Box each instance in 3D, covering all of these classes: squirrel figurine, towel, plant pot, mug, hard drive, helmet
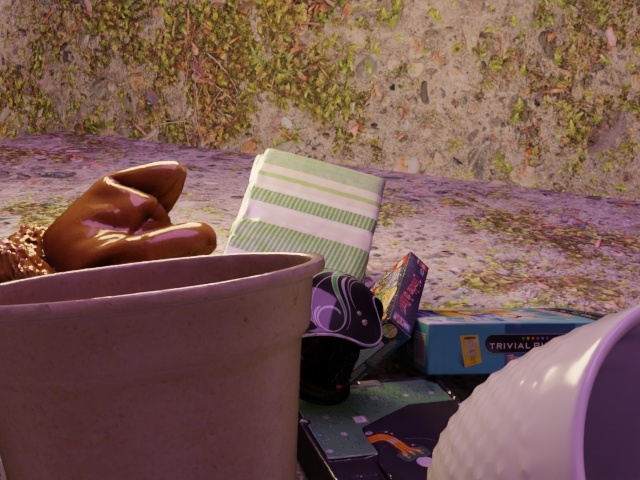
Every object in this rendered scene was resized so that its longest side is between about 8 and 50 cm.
[{"bbox_3d":[-0.331,0.095,1.243,0.397,0.281,0.370,-6,32,-9],"label":"squirrel figurine"},{"bbox_3d":[-0.027,-0.028,1.490,0.248,0.038,0.324,15,45,0],"label":"towel"},{"bbox_3d":[-0.146,0.180,0.762,0.334,0.305,0.334,-6,4,0],"label":"plant pot"},{"bbox_3d":[0.279,0.247,0.731,0.374,0.276,0.328,33,-28,-6],"label":"mug"},{"bbox_3d":[0.103,0.267,1.025,0.237,0.064,0.339,-2,17,-19],"label":"hard drive"},{"bbox_3d":[0.002,0.115,1.115,0.170,0.169,0.161,2,36,-4],"label":"helmet"}]

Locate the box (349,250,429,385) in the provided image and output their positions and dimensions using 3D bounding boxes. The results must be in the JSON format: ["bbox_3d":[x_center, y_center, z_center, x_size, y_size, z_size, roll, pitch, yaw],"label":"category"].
[{"bbox_3d":[0.086,0.125,1.318,0.044,0.159,0.233,43,26,-6],"label":"box"}]

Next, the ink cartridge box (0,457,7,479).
[{"bbox_3d":[-0.375,0.232,0.996,0.154,0.093,0.212,5,14,10],"label":"ink cartridge box"}]

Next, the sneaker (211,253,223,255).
[{"bbox_3d":[-0.273,0.091,1.581,0.110,0.107,0.275,-9,-1,41],"label":"sneaker"}]

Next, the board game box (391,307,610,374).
[{"bbox_3d":[0.293,0.153,1.339,0.336,0.079,0.254,0,0,-10],"label":"board game box"}]

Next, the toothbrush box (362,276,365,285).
[{"bbox_3d":[0.000,0.000,1.711,0.122,0.206,0.283,-1,17,-12],"label":"toothbrush box"}]
